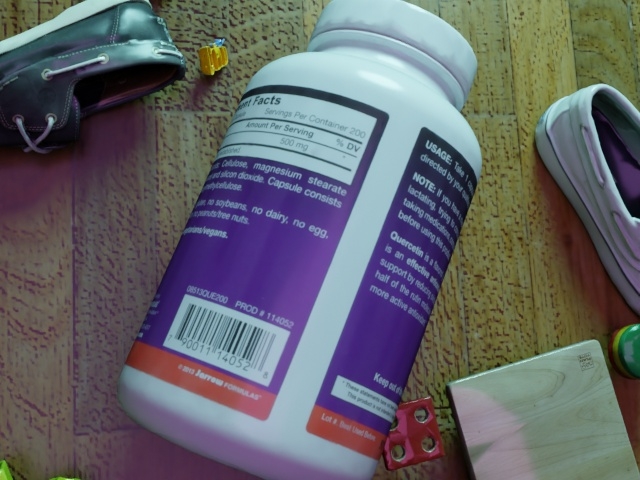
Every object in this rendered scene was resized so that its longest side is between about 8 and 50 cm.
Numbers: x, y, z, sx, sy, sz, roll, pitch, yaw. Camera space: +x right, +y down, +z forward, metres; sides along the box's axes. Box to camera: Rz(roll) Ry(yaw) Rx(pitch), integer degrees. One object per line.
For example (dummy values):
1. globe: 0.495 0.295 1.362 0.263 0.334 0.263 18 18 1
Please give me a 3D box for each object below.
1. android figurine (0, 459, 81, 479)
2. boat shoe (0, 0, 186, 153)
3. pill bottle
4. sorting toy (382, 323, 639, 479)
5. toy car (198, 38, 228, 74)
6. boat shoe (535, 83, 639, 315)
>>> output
1. android figurine: -0.255 0.259 0.521 0.248 0.056 0.272 -24 94 -20
2. boat shoe: -0.211 -0.102 0.589 0.233 0.084 0.079 -32 88 -17
3. pill bottle: 0.000 0.000 0.565 0.182 0.181 0.322 24 77 -7
4. sorting toy: 0.164 0.162 0.641 0.275 0.046 0.132 -14 84 -14
5. toy car: -0.120 -0.189 0.655 0.040 0.060 0.122 -42 113 -57
6. boat shoe: 0.280 -0.016 0.673 0.095 0.084 0.258 -40 90 -15
